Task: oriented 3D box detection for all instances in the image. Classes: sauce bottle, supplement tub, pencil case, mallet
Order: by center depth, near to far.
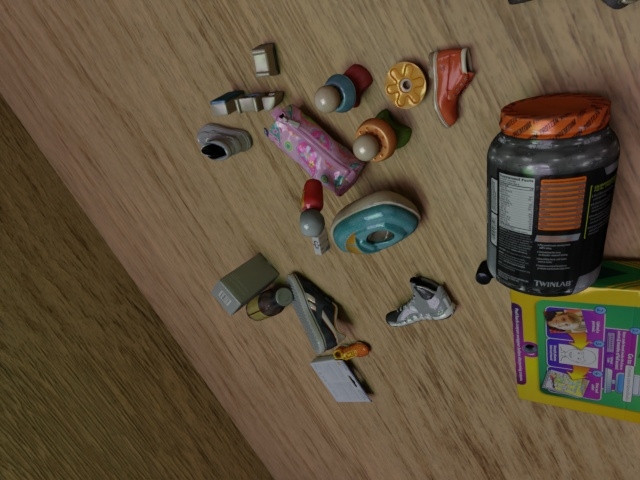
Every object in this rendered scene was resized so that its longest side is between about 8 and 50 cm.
[{"bbox_3d":[0.421,-0.082,0.755,0.207,0.207,0.338,12,126,37],"label":"supplement tub"},{"bbox_3d":[0.476,0.089,0.975,0.189,0.062,0.039,8,125,21],"label":"mallet"},{"bbox_3d":[-0.016,-0.247,1.096,0.284,0.124,0.124,43,139,8],"label":"pencil case"},{"bbox_3d":[-0.205,0.255,1.624,0.111,0.111,0.344,54,149,-4],"label":"sauce bottle"}]

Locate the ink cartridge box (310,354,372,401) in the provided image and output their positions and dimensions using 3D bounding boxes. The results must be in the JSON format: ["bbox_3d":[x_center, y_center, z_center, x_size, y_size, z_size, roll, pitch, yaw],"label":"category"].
[{"bbox_3d":[0.091,0.575,1.681,0.223,0.045,0.223,-24,102,48],"label":"ink cartridge box"}]

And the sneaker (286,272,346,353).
[{"bbox_3d":[-0.019,0.252,1.491,0.321,0.127,0.126,62,156,26],"label":"sneaker"}]

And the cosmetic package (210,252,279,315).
[{"bbox_3d":[-0.287,0.164,1.561,0.127,0.238,0.107,47,129,7],"label":"cosmetic package"}]

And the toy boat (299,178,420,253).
[{"bbox_3d":[0.082,-0.041,1.046,0.318,0.148,0.267,19,148,-29],"label":"toy boat"}]

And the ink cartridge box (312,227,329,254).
[{"bbox_3d":[0.000,0.000,1.325,0.028,0.048,0.084,13,126,36],"label":"ink cartridge box"}]

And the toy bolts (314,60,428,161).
[{"bbox_3d":[0.102,-0.310,0.911,0.228,0.158,0.218,40,139,12],"label":"toy bolts"}]

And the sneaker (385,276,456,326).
[{"bbox_3d":[0.273,0.172,1.191,0.228,0.086,0.132,-21,100,38],"label":"sneaker"}]

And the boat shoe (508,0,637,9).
[{"bbox_3d":[0.437,-0.412,0.571,0.355,0.132,0.130,22,143,41],"label":"boat shoe"}]

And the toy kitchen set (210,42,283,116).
[{"bbox_3d":[-0.210,-0.458,1.147,0.206,0.122,0.166,1,122,18],"label":"toy kitchen set"}]

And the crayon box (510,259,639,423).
[{"bbox_3d":[0.596,0.217,0.876,0.312,0.106,0.363,1,121,32],"label":"crayon box"}]

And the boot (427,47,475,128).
[{"bbox_3d":[0.276,-0.312,0.832,0.084,0.059,0.158,3,120,35],"label":"boot"}]

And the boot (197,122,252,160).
[{"bbox_3d":[-0.358,-0.326,1.347,0.258,0.123,0.095,12,127,37],"label":"boot"}]

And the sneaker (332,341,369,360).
[{"bbox_3d":[0.118,0.427,1.528,0.175,0.067,0.064,-29,97,48],"label":"sneaker"}]
